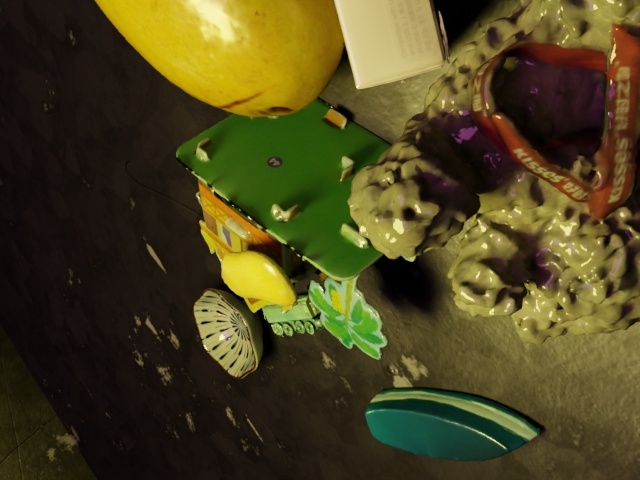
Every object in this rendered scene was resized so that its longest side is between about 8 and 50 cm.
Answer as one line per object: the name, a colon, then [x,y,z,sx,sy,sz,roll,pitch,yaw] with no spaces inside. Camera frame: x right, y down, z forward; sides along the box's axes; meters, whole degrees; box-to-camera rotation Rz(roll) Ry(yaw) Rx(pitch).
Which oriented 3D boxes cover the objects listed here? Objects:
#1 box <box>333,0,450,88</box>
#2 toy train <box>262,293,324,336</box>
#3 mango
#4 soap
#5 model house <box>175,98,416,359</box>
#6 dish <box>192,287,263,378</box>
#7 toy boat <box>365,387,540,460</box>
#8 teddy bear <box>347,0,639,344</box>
box: [0.060,-0.299,0.795,0.106,0.203,0.252,-13,103,10]
toy train: [-0.047,0.132,1.289,0.148,0.038,0.071,-14,98,50]
mango: [-0.166,-0.339,0.930,0.445,0.220,0.301,38,157,-12]
soap: [-0.087,0.047,0.972,0.168,0.033,0.089,6,129,57]
model house: [0.000,0.000,1.074,0.357,0.242,0.313,34,149,27]
dish: [-0.164,0.169,1.412,0.190,0.066,0.191,26,128,38]
toy boat: [0.190,0.282,1.105,0.299,0.062,0.096,-6,106,48]
teddy bear: [0.254,-0.051,0.702,0.367,0.224,0.357,43,97,-14]
